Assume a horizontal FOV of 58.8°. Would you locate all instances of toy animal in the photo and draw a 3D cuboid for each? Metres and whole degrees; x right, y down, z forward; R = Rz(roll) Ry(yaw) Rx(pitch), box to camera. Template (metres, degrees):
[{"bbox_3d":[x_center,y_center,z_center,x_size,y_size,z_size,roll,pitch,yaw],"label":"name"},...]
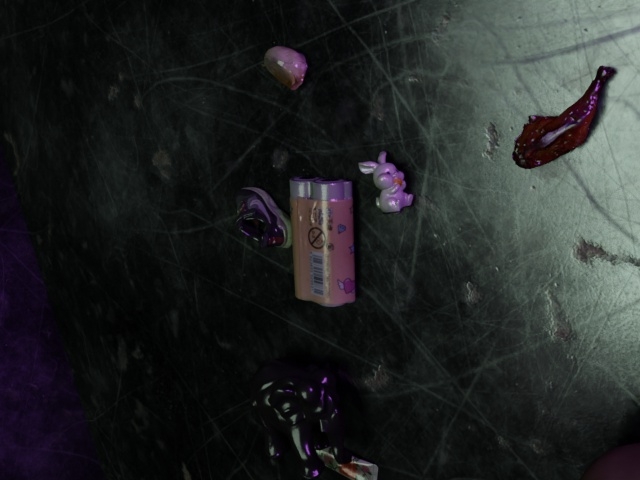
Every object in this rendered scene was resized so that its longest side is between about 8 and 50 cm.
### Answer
[{"bbox_3d":[0.142,-0.120,1.182,0.085,0.071,0.124,5,115,61],"label":"toy animal"}]

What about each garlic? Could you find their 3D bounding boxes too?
[{"bbox_3d":[-0.094,-0.409,1.314,0.152,0.066,0.084,40,128,25],"label":"garlic"}]

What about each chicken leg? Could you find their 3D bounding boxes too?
[{"bbox_3d":[0.400,-0.193,0.940,0.205,0.053,0.093,-33,65,39],"label":"chicken leg"}]

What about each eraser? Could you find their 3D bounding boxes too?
[{"bbox_3d":[0.000,0.000,1.338,0.171,0.087,0.290,9,109,38],"label":"eraser"}]

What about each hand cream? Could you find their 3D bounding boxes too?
[{"bbox_3d":[0.047,0.579,1.495,0.234,0.050,0.080,14,108,33],"label":"hand cream"}]

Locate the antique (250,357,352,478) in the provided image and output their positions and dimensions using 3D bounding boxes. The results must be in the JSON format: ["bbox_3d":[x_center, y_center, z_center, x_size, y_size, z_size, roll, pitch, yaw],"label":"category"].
[{"bbox_3d":[-0.063,0.428,1.452,0.322,0.185,0.255,11,111,44],"label":"antique"}]

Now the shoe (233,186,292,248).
[{"bbox_3d":[-0.164,-0.056,1.453,0.227,0.112,0.099,39,126,26],"label":"shoe"}]

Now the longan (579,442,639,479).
[{"bbox_3d":[0.538,0.465,0.847,0.319,0.319,0.319,14,111,39],"label":"longan"}]
